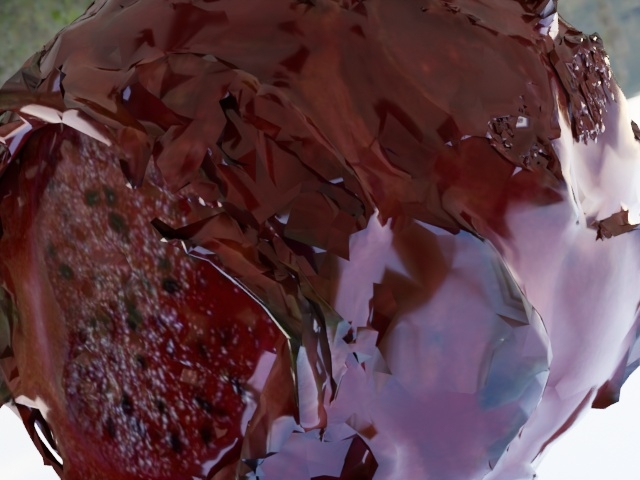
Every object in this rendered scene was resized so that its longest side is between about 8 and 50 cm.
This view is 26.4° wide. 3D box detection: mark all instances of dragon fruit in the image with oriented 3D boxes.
[{"bbox_3d":[0.000,0.000,0.608,0.301,0.296,0.295,-25,-171,-21],"label":"dragon fruit"}]
